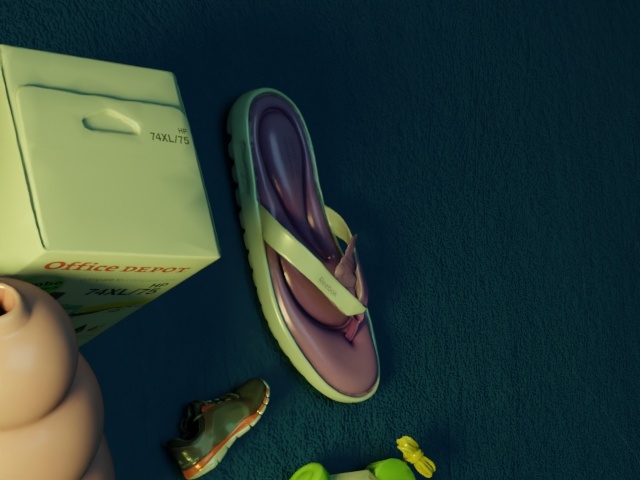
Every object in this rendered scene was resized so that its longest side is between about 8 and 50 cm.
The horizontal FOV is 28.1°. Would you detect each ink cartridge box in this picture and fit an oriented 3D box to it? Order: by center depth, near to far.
[{"bbox_3d":[-0.265,-0.024,1.189,0.198,0.270,0.197,3,64,-45],"label":"ink cartridge box"}]

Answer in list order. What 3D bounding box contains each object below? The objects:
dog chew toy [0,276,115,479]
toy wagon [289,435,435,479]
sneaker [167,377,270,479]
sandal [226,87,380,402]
[{"bbox_3d":[-0.275,0.163,1.086,0.206,0.332,0.207,6,44,-6],"label":"dog chew toy"},{"bbox_3d":[0.047,0.385,1.526,0.267,0.068,0.344,50,44,-21],"label":"toy wagon"},{"bbox_3d":[-0.115,0.196,1.439,0.065,0.061,0.158,51,44,-10],"label":"sneaker"},{"bbox_3d":[-0.010,0.004,1.586,0.169,0.102,0.416,-22,91,-48],"label":"sandal"}]
